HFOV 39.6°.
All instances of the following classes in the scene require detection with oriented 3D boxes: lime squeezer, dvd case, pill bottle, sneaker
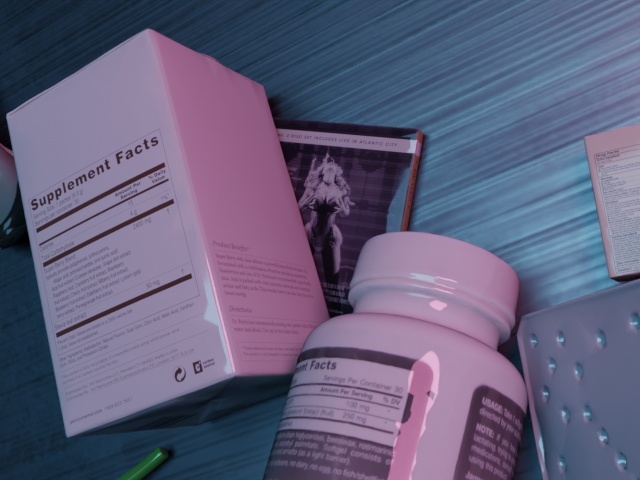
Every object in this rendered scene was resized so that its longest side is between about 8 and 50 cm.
[{"bbox_3d":[-0.289,0.271,0.919,0.311,0.059,0.109,-7,50,28],"label":"lime squeezer"},{"bbox_3d":[0.000,0.000,0.820,0.165,0.018,0.221,8,87,29],"label":"dvd case"},{"bbox_3d":[0.052,0.161,0.652,0.176,0.176,0.318,6,66,28],"label":"pill bottle"},{"bbox_3d":[-0.407,-0.100,0.992,0.100,0.108,0.271,-41,68,14],"label":"sneaker"}]

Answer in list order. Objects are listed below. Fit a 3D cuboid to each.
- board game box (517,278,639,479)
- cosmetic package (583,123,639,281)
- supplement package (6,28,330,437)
[{"bbox_3d":[0.250,0.206,0.495,0.050,0.390,0.389,-5,79,-15],"label":"board game box"},{"bbox_3d":[0.245,-0.029,0.686,0.060,0.041,0.115,-11,78,26],"label":"cosmetic package"},{"bbox_3d":[-0.127,0.003,0.776,0.175,0.177,0.292,-23,72,25],"label":"supplement package"}]
